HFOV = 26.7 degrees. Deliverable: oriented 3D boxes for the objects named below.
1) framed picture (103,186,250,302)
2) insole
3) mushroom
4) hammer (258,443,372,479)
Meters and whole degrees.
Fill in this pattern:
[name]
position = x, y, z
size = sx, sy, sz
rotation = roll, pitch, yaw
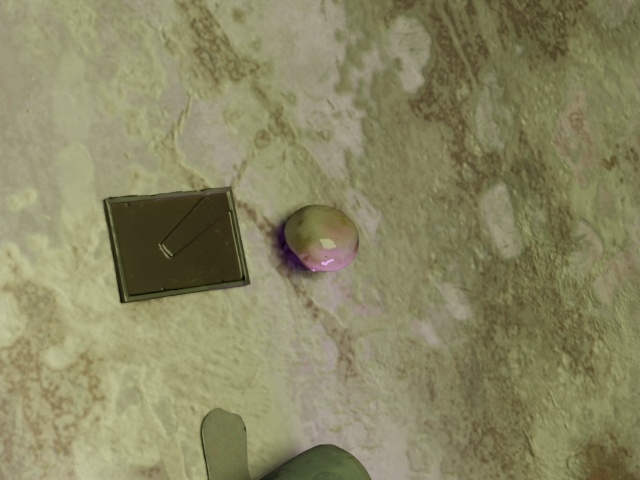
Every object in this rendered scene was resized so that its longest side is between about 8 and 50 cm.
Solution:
[framed picture]
position = -0.147, 0.003, 1.402
size = 0.149, 0.011, 0.109
rotation = -7, 83, -33
[insole]
position = -0.090, 0.269, 1.381
size = 0.065, 0.004, 0.197
rotation = -6, 82, -33
[mushroom]
position = 0.000, 0.000, 1.461
size = 0.084, 0.067, 0.083
rotation = 22, 28, -12
[hammer]
position = 0.004, 0.375, 1.360
size = 0.202, 0.113, 0.305
rotation = -28, 101, -32
